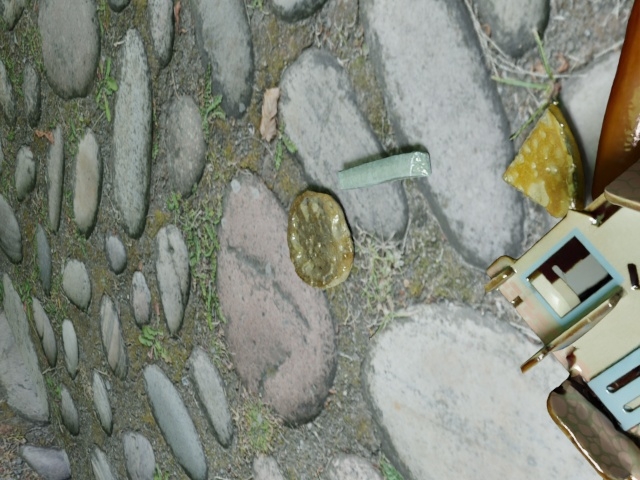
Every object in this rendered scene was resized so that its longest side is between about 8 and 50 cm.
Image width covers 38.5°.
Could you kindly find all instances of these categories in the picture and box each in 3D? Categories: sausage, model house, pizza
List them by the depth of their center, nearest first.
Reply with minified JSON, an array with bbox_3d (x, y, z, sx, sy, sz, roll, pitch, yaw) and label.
[{"bbox_3d":[0.314,0.078,0.705,0.326,0.169,0.244,51,132,11],"label":"model house"},{"bbox_3d":[0.300,-0.151,0.781,0.083,0.089,0.300,29,122,41],"label":"sausage"},{"bbox_3d":[0.231,-0.078,0.955,0.108,0.026,0.123,-6,96,58],"label":"pizza"}]

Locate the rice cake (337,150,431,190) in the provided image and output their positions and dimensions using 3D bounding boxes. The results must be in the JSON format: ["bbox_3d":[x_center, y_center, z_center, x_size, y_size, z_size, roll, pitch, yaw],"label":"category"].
[{"bbox_3d":[0.078,-0.087,1.169,0.171,0.029,0.033,-8,86,54],"label":"rice cake"}]

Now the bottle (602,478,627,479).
[{"bbox_3d":[0.311,0.225,0.907,0.045,0.045,0.096,41,130,42],"label":"bottle"}]

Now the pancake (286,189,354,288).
[{"bbox_3d":[-0.001,0.001,1.309,0.152,0.025,0.151,18,112,52],"label":"pancake"}]
